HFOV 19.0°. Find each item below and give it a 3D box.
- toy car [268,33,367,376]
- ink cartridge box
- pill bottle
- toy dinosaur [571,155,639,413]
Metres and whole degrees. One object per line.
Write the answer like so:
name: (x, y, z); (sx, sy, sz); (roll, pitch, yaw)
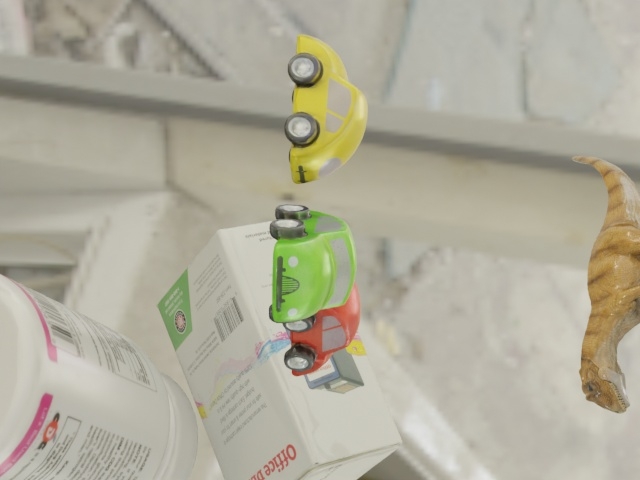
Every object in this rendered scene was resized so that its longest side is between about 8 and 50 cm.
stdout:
toy car: (0.000, 0.000, 1.219); (0.225, 0.053, 0.239); (-79, 170, -74)
ink cartridge box: (-0.038, 0.109, 1.575); (0.093, 0.154, 0.212); (-10, 69, -31)
pill bottle: (-0.211, 0.128, 1.423); (0.283, 0.160, 0.160); (36, 64, -62)
toy dinosaur: (0.195, 0.003, 1.194); (0.064, 0.112, 0.211); (54, 35, -44)
